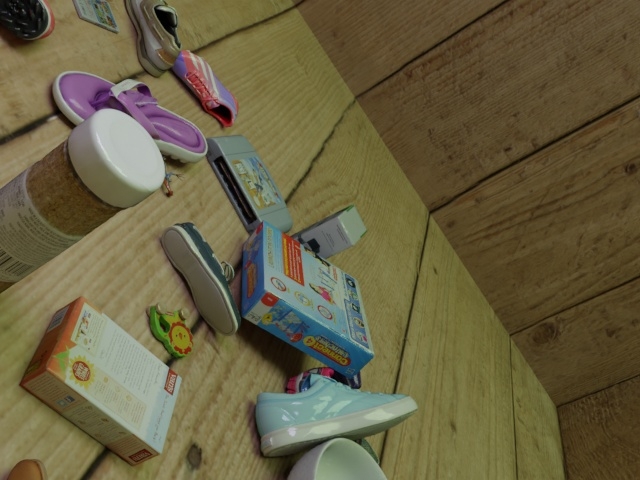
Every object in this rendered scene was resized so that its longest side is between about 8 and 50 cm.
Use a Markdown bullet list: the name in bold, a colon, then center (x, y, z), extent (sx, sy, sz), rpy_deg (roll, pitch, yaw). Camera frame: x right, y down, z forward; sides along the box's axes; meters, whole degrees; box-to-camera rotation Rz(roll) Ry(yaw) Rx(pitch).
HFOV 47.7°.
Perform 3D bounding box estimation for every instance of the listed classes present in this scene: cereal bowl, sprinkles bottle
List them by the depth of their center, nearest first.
- **sprinkles bottle**: center (-0.373, -0.035, 0.965), extent (0.121, 0.355, 0.121), rpy_deg (45, 27, -32)
- **cereal bowl**: center (0.033, 0.563, 1.388), extent (0.339, 0.141, 0.339), rpy_deg (45, 28, -31)

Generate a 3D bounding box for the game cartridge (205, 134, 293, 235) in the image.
- **game cartridge**: center (-0.181, -0.141, 1.887), extent (0.297, 0.062, 0.198), rpy_deg (61, 27, 1)

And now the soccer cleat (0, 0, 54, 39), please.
- **soccer cleat**: center (-0.625, -0.514, 1.362), extent (0.318, 0.109, 0.116), rpy_deg (51, 2, -15)

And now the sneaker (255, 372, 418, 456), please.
- **sneaker**: center (0.036, 0.337, 1.507), extent (0.366, 0.135, 0.150), rpy_deg (-3, 62, -31)

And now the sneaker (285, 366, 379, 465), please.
- **sneaker**: center (0.045, 0.415, 1.626), extent (0.299, 0.112, 0.121), rpy_deg (54, 24, -17)

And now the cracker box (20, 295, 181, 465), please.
- **cracker box**: center (-0.331, 0.220, 1.128), extent (0.232, 0.067, 0.155), rpy_deg (47, 27, -27)

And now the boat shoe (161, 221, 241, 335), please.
- **boat shoe**: center (-0.231, 0.075, 1.482), extent (0.254, 0.095, 0.079), rpy_deg (54, 33, 7)

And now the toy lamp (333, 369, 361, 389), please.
- **toy lamp**: center (0.035, 0.252, 1.844), extent (0.080, 0.080, 0.274), rpy_deg (18, 45, -58)

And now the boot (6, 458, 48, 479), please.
- **boot**: center (-0.410, 0.320, 0.846), extent (0.152, 0.073, 0.197), rpy_deg (41, 27, -31)

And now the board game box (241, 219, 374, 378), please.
- **board game box**: center (-0.034, 0.130, 1.670), extent (0.302, 0.086, 0.308), rpy_deg (33, 22, -21)

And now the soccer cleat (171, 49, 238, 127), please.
- **soccer cleat**: center (-0.304, -0.399, 1.903), extent (0.248, 0.083, 0.095), rpy_deg (43, 33, -41)

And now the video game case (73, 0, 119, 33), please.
- **video game case**: center (-0.525, -0.536, 1.684), extent (0.122, 0.011, 0.087), rpy_deg (5, 58, -63)

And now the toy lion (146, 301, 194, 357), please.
- **toy lion**: center (-0.276, 0.170, 1.354), extent (0.100, 0.034, 0.096), rpy_deg (26, 48, -54)

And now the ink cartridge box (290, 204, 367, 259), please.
- **ink cartridge box**: center (0.000, 0.000, 1.898), extent (0.087, 0.208, 0.153), rpy_deg (62, 23, -6)

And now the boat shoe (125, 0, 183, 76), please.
- **boat shoe**: center (-0.409, -0.553, 1.826), extent (0.113, 0.103, 0.302), rpy_deg (23, 43, -56)

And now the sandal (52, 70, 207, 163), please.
- **sandal**: center (-0.383, -0.281, 1.548), extent (0.416, 0.102, 0.169), rpy_deg (13, 46, -58)

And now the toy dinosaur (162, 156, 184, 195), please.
- **toy dinosaur**: center (-0.346, -0.137, 1.582), extent (0.090, 0.047, 0.082), rpy_deg (4, 63, -24)
